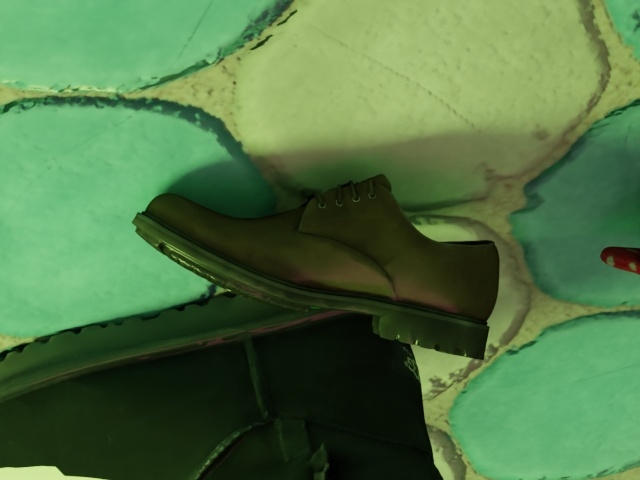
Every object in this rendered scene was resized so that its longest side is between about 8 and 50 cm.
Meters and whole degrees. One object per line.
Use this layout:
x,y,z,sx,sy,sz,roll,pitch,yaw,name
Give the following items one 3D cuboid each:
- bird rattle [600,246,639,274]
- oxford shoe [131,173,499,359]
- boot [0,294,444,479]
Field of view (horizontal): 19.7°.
0.299,-0.025,1.135,0.207,0.143,0.253,-24,147,-13,bird rattle
0.000,0.000,1.117,0.227,0.096,0.083,14,-179,-12,oxford shoe
-0.073,0.254,1.103,0.367,0.445,0.146,-22,142,11,boot
